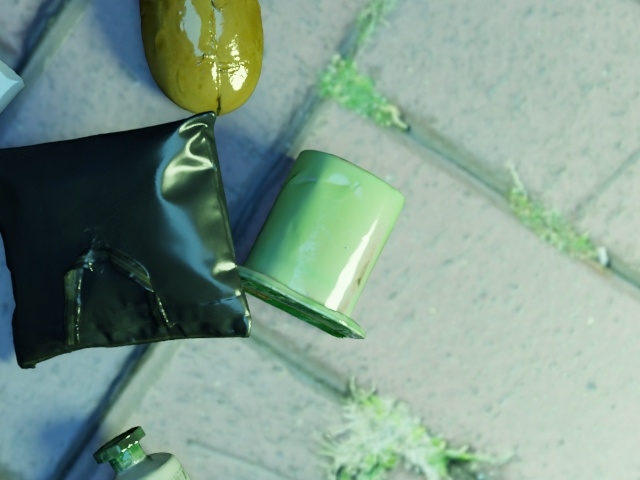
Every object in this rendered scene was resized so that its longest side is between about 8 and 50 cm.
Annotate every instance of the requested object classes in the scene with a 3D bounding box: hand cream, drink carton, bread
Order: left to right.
[{"bbox_3d":[-0.111,-0.207,1.656,0.114,0.077,0.189,-10,98,-5],"label":"bread"},{"bbox_3d":[-0.107,0.330,1.678,0.076,0.121,0.336,-27,96,30],"label":"hand cream"},{"bbox_3d":[0.000,0.000,1.658,0.146,0.144,0.142,29,82,-11],"label":"drink carton"}]

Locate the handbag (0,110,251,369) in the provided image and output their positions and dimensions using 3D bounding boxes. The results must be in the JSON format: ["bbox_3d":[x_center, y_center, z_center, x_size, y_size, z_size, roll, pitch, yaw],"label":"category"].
[{"bbox_3d":[-0.190,0.004,1.614,0.254,0.089,0.211,-8,96,23],"label":"handbag"}]

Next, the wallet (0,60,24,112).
[{"bbox_3d":[-0.334,-0.120,1.647,0.061,0.025,0.122,43,86,-3],"label":"wallet"}]
